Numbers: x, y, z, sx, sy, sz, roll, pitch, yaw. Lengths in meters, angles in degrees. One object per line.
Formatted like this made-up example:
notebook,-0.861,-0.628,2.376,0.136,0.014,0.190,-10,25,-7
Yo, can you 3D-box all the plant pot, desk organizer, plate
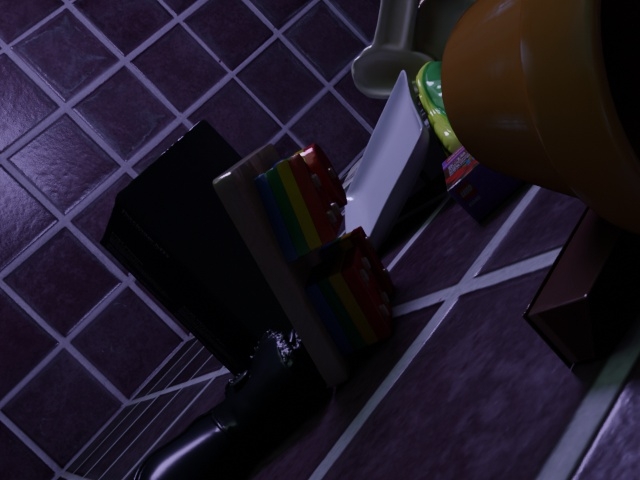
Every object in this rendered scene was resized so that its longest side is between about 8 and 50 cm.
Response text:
plant pot,0.173,-0.103,0.444,0.205,0.205,0.188,-46,18,-14
desk organizer,0.185,0.015,0.486,0.130,0.047,0.050,-49,10,-34
plate,0.113,-0.115,1.295,0.278,0.045,0.277,-91,22,-59

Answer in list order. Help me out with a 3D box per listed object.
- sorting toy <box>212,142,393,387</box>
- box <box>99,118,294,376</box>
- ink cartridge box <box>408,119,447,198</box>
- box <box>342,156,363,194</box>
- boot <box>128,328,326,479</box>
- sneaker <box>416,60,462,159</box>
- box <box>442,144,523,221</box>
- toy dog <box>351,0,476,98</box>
sorting toy,0.000,0.000,0.914,0.089,0.256,0.257,-27,10,12
box,-0.153,0.034,1.205,0.179,0.343,0.312,-46,7,-21
ink cartridge box,0.198,-0.165,1.432,0.190,0.082,0.140,-37,10,42
box,0.118,-0.131,1.675,0.113,0.094,0.275,-43,7,16
boot,-0.093,0.201,0.842,0.207,0.094,0.246,-47,-1,17
sneaker,0.232,-0.203,1.213,0.123,0.109,0.296,-24,36,9
box,0.280,-0.160,0.962,0.293,0.057,0.201,-43,6,15
toy dog,0.290,-0.426,1.491,0.395,0.285,0.408,5,13,23
